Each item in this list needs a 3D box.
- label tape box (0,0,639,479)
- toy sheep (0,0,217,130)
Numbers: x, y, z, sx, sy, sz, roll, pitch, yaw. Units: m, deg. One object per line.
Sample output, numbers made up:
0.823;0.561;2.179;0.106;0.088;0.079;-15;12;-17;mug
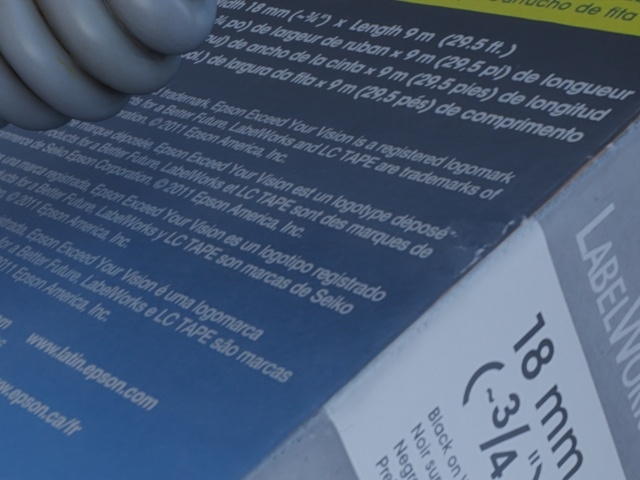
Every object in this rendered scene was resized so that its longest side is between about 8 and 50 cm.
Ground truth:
0.000;0.000;0.478;0.334;0.241;0.106;-40;124;-24;label tape box
-0.075;-0.070;0.414;0.091;0.132;0.091;55;20;-32;toy sheep
